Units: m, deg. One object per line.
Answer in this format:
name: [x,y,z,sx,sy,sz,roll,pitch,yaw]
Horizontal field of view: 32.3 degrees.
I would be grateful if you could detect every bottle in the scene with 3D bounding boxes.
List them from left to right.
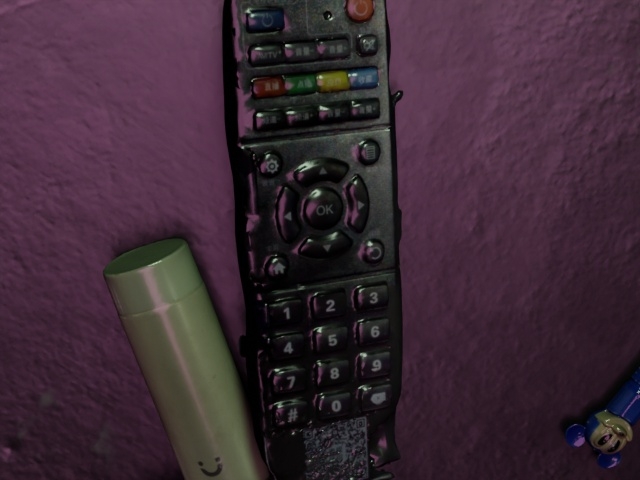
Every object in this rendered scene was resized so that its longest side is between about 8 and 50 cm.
bottle: [-0.102,0.103,0.866,0.072,0.072,0.201,-19,106,1]

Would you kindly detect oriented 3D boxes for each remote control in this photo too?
remote control: [0.000,0.000,0.841,0.144,0.062,0.398,-8,104,-22]

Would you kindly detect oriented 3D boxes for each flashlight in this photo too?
flashlight: [0.260,0.136,0.921,0.057,0.035,0.121,35,100,-11]
